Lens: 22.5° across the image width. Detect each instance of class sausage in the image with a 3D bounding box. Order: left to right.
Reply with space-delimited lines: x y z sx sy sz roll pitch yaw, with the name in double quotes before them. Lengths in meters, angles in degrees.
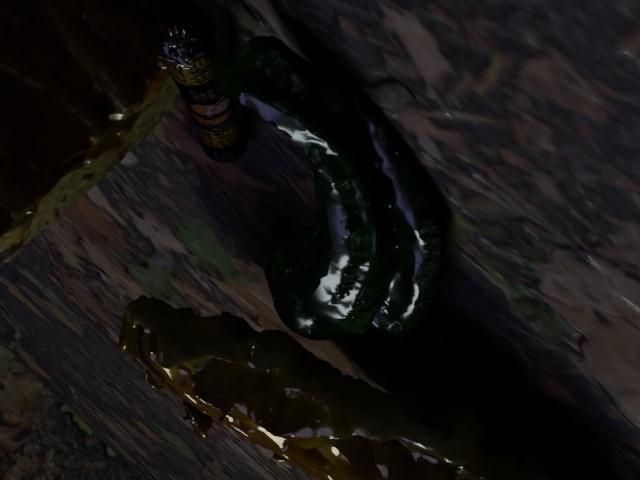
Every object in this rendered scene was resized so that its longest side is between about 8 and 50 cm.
"sausage" -0.053 -0.067 0.762 0.025 0.028 0.198 62 176 12

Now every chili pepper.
"chili pepper" 0.000 0.000 0.784 0.122 0.065 0.279 53 165 15

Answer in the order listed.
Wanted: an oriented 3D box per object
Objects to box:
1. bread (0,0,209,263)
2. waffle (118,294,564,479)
"bread" -0.211 -0.121 0.762 0.275 0.185 0.114 42 159 3
"waffle" 0.026 0.122 0.933 0.325 0.068 0.302 28 168 8
